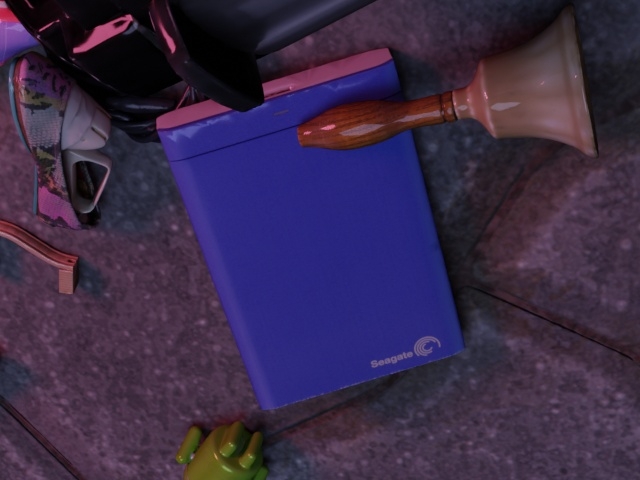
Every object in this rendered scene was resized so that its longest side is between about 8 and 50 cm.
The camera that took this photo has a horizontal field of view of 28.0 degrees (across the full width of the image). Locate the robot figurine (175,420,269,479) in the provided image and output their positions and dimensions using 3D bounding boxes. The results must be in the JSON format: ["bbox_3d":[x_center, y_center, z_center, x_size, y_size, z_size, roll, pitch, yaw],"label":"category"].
[{"bbox_3d":[-0.106,0.246,1.394,0.101,0.067,0.115,30,126,-10],"label":"robot figurine"}]

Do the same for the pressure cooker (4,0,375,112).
[{"bbox_3d":[-0.054,-0.311,0.796,0.420,0.370,0.375,-24,114,21],"label":"pressure cooker"}]

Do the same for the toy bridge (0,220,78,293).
[{"bbox_3d":[-0.336,0.008,1.292,0.188,0.026,0.063,10,124,3],"label":"toy bridge"}]

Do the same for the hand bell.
[{"bbox_3d":[0.097,-0.110,1.057,0.242,0.126,0.126,-9,123,15],"label":"hand bell"}]

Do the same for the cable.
[{"bbox_3d":[-0.170,-0.168,1.128,0.184,0.047,0.150,39,130,-14],"label":"cable"}]

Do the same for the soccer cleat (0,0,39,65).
[{"bbox_3d":[-0.315,-0.168,1.097,0.248,0.083,0.095,5,113,30],"label":"soccer cleat"}]

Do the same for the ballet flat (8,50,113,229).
[{"bbox_3d":[-0.226,-0.084,1.154,0.079,0.077,0.221,11,144,3],"label":"ballet flat"}]

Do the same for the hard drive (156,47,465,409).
[{"bbox_3d":[0.000,0.000,1.180,0.210,0.040,0.319,-17,122,1],"label":"hard drive"}]
